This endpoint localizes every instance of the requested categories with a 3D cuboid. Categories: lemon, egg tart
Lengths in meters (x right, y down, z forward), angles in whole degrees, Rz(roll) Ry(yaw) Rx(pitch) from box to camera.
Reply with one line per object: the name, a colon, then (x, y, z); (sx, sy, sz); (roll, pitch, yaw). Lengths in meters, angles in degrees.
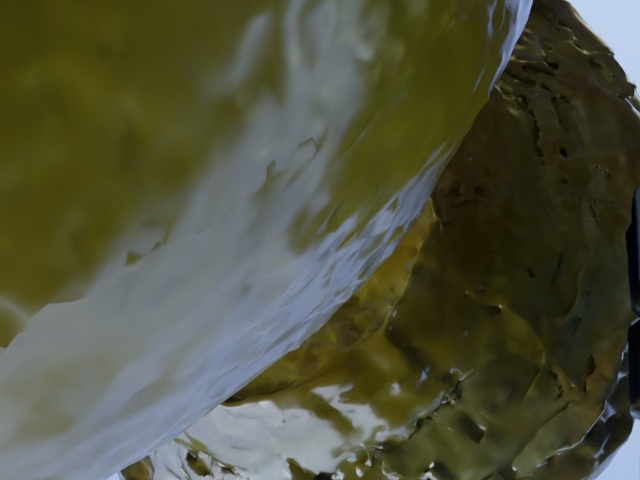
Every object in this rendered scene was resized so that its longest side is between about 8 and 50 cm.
lemon: (-0.122, -0.079, 0.462); (0.364, 0.364, 0.364); (-1, -138, 1)
egg tart: (0.002, 0.003, 0.843); (0.341, 0.129, 0.341); (-9, -110, 27)

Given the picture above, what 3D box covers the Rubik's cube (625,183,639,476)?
Rubik's cube: (0.299, 0.052, 0.621); (0.288, 0.293, 0.283); (44, -156, -14)
